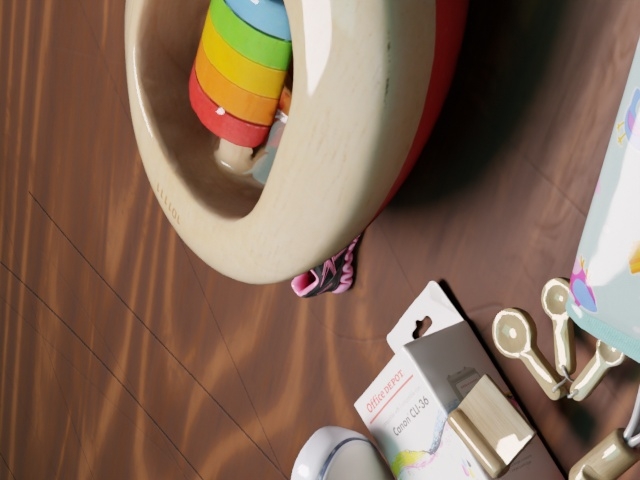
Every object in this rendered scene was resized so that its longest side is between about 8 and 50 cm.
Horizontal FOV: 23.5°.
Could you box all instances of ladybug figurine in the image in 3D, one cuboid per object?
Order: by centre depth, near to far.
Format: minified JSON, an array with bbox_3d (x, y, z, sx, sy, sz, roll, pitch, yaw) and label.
[{"bbox_3d":[-0.013,-0.156,1.114,0.305,0.162,0.449,57,148,22],"label":"ladybug figurine"}]

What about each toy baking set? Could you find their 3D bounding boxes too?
[{"bbox_3d":[0.185,0.137,1.033,0.256,0.030,0.197,24,112,41],"label":"toy baking set"}]

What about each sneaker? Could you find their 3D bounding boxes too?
[{"bbox_3d":[0.058,0.241,1.263,0.091,0.094,0.258,17,152,36],"label":"sneaker"},{"bbox_3d":[0.000,0.000,1.288,0.047,0.057,0.119,41,137,43],"label":"sneaker"}]

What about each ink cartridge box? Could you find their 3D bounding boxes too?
[{"bbox_3d":[0.097,0.144,1.202,0.198,0.067,0.115,59,148,18],"label":"ink cartridge box"}]

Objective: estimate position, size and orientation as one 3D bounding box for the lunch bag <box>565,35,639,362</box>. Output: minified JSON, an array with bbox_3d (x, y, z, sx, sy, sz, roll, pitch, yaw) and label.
[{"bbox_3d":[0.275,-0.009,0.750,0.262,0.160,0.223,34,131,29],"label":"lunch bag"}]
